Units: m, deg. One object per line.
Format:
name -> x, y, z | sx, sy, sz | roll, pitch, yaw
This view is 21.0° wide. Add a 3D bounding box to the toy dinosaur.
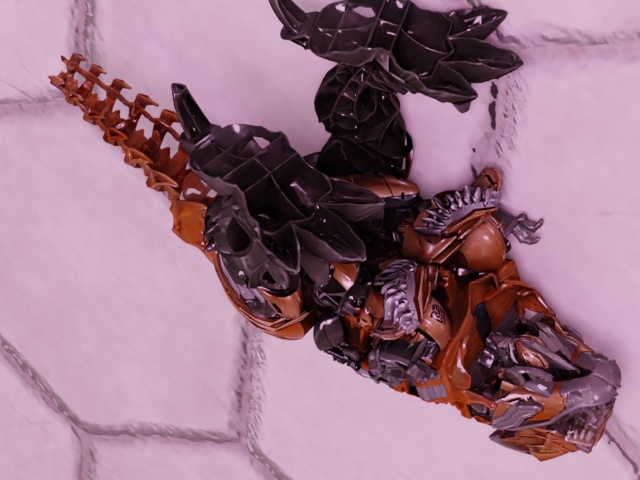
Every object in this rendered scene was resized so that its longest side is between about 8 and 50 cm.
toy dinosaur -> 0.000, 0.000, 0.857 | 0.322, 0.164, 0.218 | 12, 149, 4
